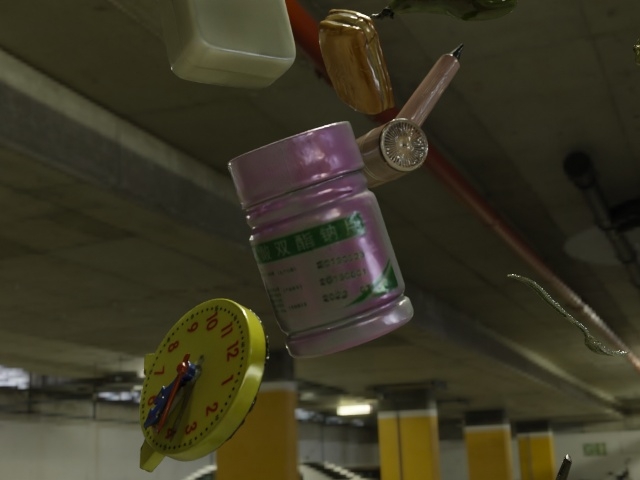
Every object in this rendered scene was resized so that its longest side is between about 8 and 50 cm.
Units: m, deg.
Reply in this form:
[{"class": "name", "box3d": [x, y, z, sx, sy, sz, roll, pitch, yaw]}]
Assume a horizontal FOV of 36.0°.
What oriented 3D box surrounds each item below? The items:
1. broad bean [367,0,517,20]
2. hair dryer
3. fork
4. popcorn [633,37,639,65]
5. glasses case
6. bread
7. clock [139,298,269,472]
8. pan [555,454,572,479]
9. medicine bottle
[{"class": "broad bean", "box3d": [0.239, -0.465, 1.923, 0.325, 0.075, 0.067, 5, -2, 37]}, {"class": "hair dryer", "box3d": [0.188, -0.255, 1.941, 0.106, 0.344, 0.189, 41, -19, -11]}, {"class": "fork", "box3d": [0.348, 0.110, 1.391, 0.219, 0.028, 0.034, 35, -6, -15]}, {"class": "popcorn", "box3d": [0.549, -0.318, 1.612, 0.068, 0.059, 0.083, -15, -39, -54]}, {"class": "glasses case", "box3d": [-0.123, -0.323, 1.104, 0.131, 0.313, 0.070, 2, -24, -37]}, {"class": "bread", "box3d": [0.061, -0.305, 1.716, 0.116, 0.077, 0.200, 22, -34, 37]}, {"class": "clock", "box3d": [-0.212, 0.226, 1.638, 0.293, 0.277, 0.071, -37, -49, 23]}, {"class": "pan", "box3d": [0.232, 0.317, 1.080, 0.048, 0.202, 0.128, 1, 5, 0]}, {"class": "medicine bottle", "box3d": [0.000, 0.000, 1.530, 0.212, 0.326, 0.212, -18, 2, 1]}]
